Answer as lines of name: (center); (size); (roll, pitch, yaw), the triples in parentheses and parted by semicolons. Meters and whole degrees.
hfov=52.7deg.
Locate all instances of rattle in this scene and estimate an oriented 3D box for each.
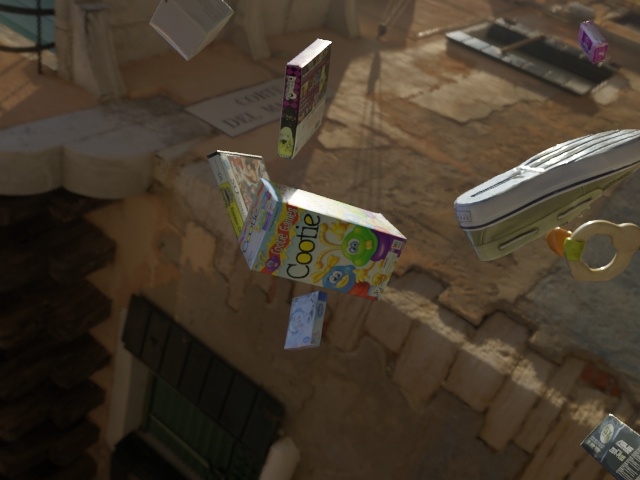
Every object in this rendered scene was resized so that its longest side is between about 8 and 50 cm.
rattle: (0.583, 0.005, 1.306); (0.200, 0.130, 0.143); (-22, -3, 6)

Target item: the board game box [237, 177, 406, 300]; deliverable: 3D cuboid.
board game box: (0.000, 0.000, 1.258); (0.275, 0.142, 0.144); (15, -73, -23)

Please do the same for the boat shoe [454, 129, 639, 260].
boat shoe: (0.329, -0.068, 0.909); (0.302, 0.109, 0.094); (-23, -71, -6)

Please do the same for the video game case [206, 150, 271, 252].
video game case: (-0.169, -0.099, 1.629); (0.035, 0.248, 0.275); (-21, -3, 18)

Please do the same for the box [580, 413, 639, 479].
box: (0.533, 0.384, 1.035); (0.077, 0.147, 0.180); (-47, 13, 2)

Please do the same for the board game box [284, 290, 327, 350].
board game box: (-0.025, 0.134, 1.068); (0.090, 0.020, 0.090); (-22, 53, 56)

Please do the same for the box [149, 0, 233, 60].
box: (-0.237, -0.409, 1.185); (0.102, 0.101, 0.087); (-29, 20, 53)

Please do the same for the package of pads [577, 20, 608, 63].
package of pads: (0.572, -0.418, 1.361); (0.032, 0.083, 0.050); (-14, -37, 3)

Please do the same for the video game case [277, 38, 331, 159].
video game case: (-0.034, -0.321, 1.455); (0.232, 0.042, 0.210); (-61, -17, -55)
